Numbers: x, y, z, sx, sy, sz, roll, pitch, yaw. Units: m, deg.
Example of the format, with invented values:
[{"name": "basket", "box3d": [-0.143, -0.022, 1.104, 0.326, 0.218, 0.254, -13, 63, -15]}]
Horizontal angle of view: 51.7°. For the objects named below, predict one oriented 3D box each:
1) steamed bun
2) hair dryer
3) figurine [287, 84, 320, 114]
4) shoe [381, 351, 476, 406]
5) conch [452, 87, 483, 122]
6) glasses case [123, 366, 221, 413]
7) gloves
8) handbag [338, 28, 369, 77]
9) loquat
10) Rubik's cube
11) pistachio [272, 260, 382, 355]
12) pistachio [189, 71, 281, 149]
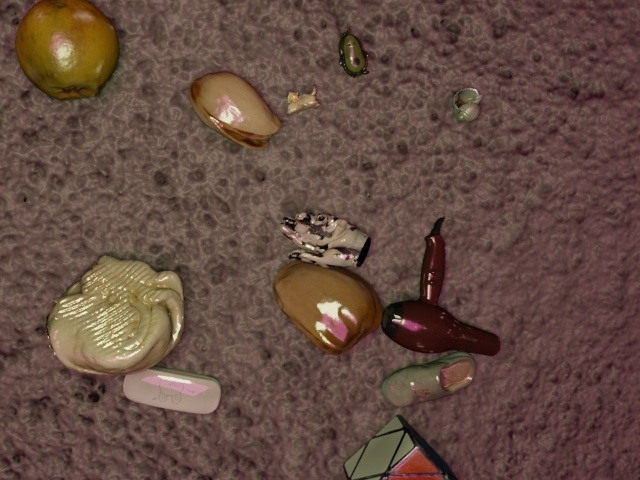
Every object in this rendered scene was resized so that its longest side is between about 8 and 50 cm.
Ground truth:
[{"name": "steamed bun", "box3d": [-0.447, 0.196, 1.488, 0.280, 0.207, 0.268, 13, 56, 11]}, {"name": "hair dryer", "box3d": [0.316, 0.114, 1.635, 0.312, 0.123, 0.341, 11, 85, -18]}, {"name": "figurine", "box3d": [-0.044, -0.332, 1.560, 0.083, 0.047, 0.051, -16, 83, 3]}, {"name": "shoe", "box3d": [0.279, 0.353, 1.643, 0.251, 0.100, 0.103, -20, 99, -6]}, {"name": "conch", "box3d": [0.353, -0.324, 1.595, 0.076, 0.057, 0.085, 38, 61, 8]}, {"name": "glasses case", "box3d": [-0.357, 0.360, 1.593, 0.233, 0.059, 0.092, 13, 96, -7]}, {"name": "gloves", "box3d": [0.004, -0.002, 1.574, 0.212, 0.111, 0.128, 20, 100, 20]}, {"name": "handbag", "box3d": [0.073, -0.439, 1.554, 0.072, 0.047, 0.111, -18, 100, -5]}, {"name": "loquat", "box3d": [-0.545, -0.432, 1.417, 0.213, 0.213, 0.246, -7, 87, -5]}, {"name": "Rubik's cube", "box3d": [0.204, 0.591, 1.610, 0.207, 0.205, 0.205, -44, 99, -1]}, {"name": "pistachio", "box3d": [0.018, 0.140, 1.570, 0.260, 0.163, 0.212, 43, 51, 9]}, {"name": "pistachio", "box3d": [-0.197, -0.294, 1.497, 0.215, 0.144, 0.144, 36, 92, -7]}]
